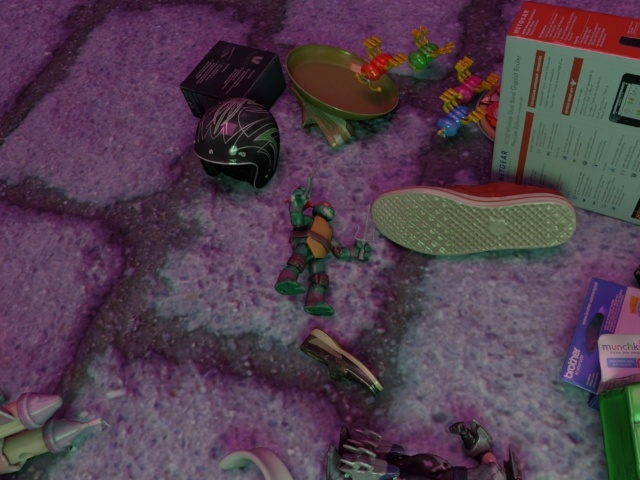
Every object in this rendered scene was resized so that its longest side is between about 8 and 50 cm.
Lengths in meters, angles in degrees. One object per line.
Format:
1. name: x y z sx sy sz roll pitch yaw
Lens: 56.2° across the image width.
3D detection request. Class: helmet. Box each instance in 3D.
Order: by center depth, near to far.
1. helmet: -0.157 -0.189 1.136 0.169 0.161 0.169 -5 56 7

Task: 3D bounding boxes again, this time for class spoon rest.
1. spoon rest: -0.048 0.384 0.774 0.084 0.137 0.276 -55 50 26

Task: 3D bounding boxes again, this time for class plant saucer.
1. plant saucer: 0.040 -0.313 1.208 0.241 0.037 0.241 12 44 -12

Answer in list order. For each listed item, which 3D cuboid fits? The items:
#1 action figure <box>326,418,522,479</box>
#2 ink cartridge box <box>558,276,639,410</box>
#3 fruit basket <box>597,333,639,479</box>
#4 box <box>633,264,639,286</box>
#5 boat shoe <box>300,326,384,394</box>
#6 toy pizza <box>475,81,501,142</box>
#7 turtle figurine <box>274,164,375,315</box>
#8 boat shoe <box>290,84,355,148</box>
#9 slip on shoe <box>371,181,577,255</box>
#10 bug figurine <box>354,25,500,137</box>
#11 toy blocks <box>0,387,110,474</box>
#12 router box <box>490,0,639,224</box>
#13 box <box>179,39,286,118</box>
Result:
1. action figure: 0.155 0.308 0.769 0.285 0.099 0.185 5 18 14
2. ink cartridge box: 0.508 0.184 0.830 0.311 0.065 0.186 20 65 19
3. fruit basket: 0.516 0.269 0.688 0.353 0.165 0.327 1 71 -1
4. box: 0.596 0.013 0.876 0.190 0.045 0.184 -45 26 -16
5. boat shoe: 0.031 0.194 0.921 0.049 0.056 0.152 -46 51 -14
6. toy pizza: 0.402 -0.252 1.154 0.201 0.032 0.201 -5 56 7
7. turtle figurine: 0.000 0.000 1.018 0.175 0.118 0.234 27 59 -21
8. boat shoe: -0.013 -0.255 1.217 0.072 0.068 0.190 -43 57 1
9. slip on shoe: 0.252 -0.044 1.012 0.331 0.123 0.101 0 25 16
10. bug figurine: 0.216 -0.312 1.179 0.279 0.072 0.216 41 58 18
11. toy blocks: -0.490 0.246 0.841 0.260 0.288 0.309 -22 54 3
12. router box: 0.429 -0.178 0.917 0.301 0.335 0.082 20 64 22
13. box: -0.183 -0.329 1.275 0.158 0.093 0.156 20 63 23
